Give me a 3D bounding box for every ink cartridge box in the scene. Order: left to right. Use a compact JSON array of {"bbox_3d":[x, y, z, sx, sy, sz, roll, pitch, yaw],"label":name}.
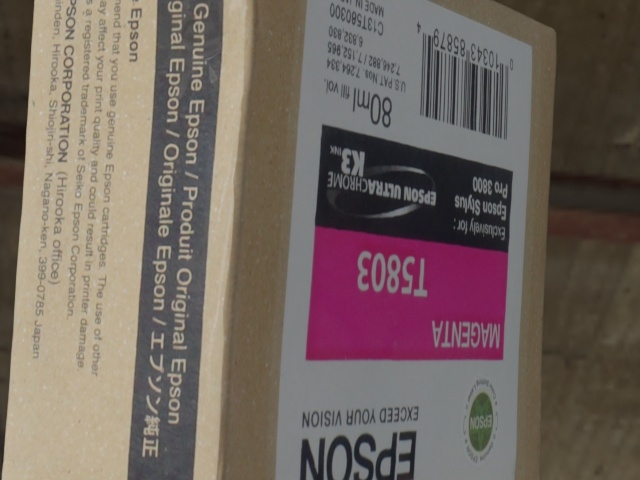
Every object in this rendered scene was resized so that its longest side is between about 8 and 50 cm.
[{"bbox_3d":[0.000,0.000,0.565,0.088,0.193,0.235,1,-2,30],"label":"ink cartridge box"}]
